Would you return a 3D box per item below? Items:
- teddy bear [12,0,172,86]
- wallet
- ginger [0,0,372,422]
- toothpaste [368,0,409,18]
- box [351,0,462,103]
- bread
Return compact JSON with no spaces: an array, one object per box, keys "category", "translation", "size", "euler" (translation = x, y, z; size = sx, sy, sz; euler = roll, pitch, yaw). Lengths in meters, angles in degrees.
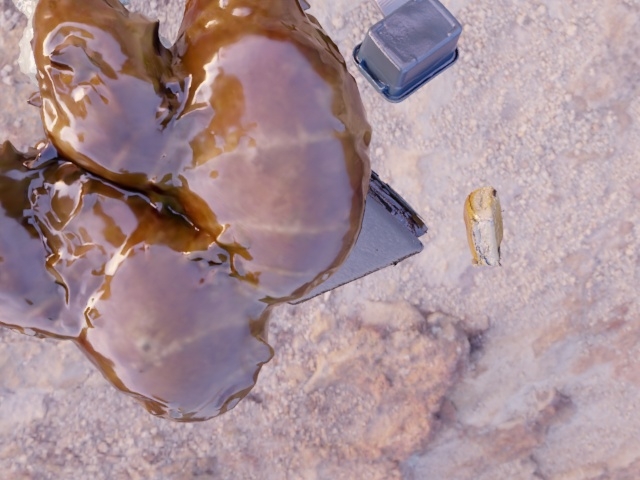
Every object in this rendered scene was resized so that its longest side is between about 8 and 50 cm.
[{"category":"teddy bear","translation":[-0.438,-0.455,1.326],"size":[0.328,0.375,0.362],"euler":[17,89,3]},{"category":"wallet","translation":[0.000,0.000,0.648],"size":[0.110,0.031,0.198],"euler":[41,138,-21]},{"category":"ginger","translation":[-0.104,-0.041,0.498],"size":[0.274,0.152,0.357],"euler":[33,100,-19]},{"category":"toothpaste","translation":[0.176,-0.371,0.815],"size":[0.282,0.068,0.099],"euler":[-38,106,5]},{"category":"box","translation":[0.087,-0.192,0.657],"size":[0.099,0.074,0.054],"euler":[-38,170,-13]},{"category":"bread","translation":[0.217,-0.017,0.900],"size":[0.053,0.072,0.106],"euler":[3,140,21]}]
